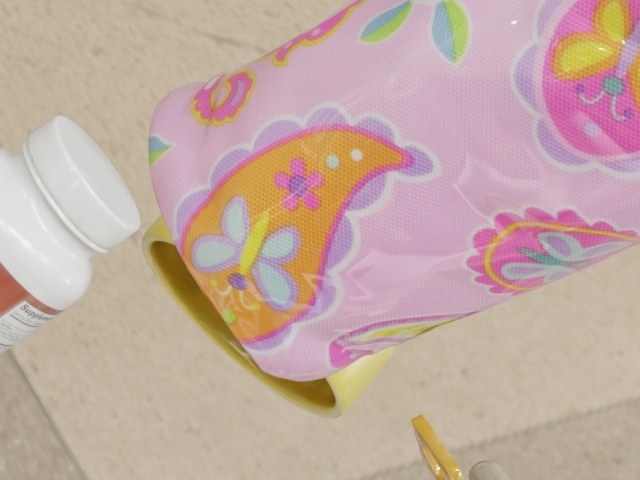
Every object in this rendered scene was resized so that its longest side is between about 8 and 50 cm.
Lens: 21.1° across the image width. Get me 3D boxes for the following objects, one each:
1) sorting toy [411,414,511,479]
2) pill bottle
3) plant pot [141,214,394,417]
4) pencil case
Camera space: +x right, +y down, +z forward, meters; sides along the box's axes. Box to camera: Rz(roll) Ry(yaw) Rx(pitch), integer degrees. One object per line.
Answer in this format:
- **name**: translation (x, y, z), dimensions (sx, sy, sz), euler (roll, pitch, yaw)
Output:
- **sorting toy**: translation (0.172, 0.256, 1.237), dimensions (0.047, 0.348, 0.196), euler (-28, 152, -9)
- **pill bottle**: translation (-0.230, 0.016, 1.126), dimensions (0.216, 0.121, 0.121), euler (-35, 126, 8)
- **plant pot**: translation (0.000, 0.000, 1.637), dimensions (0.239, 0.254, 0.254), euler (-47, 127, -18)
- **pencil case**: translation (0.081, -0.057, 0.558), dimensions (0.284, 0.124, 0.124), euler (-28, 130, 25)
